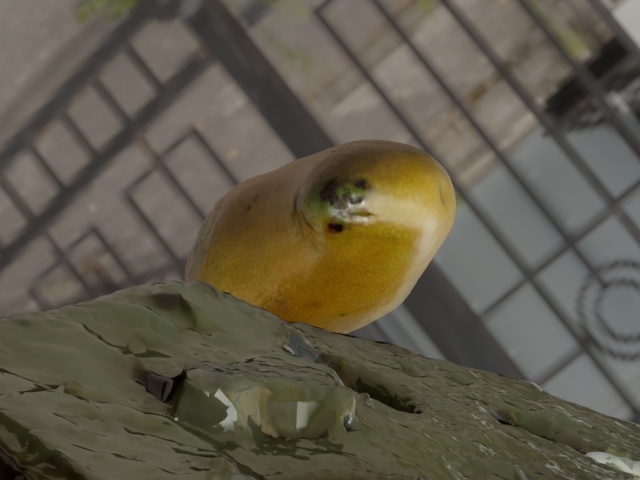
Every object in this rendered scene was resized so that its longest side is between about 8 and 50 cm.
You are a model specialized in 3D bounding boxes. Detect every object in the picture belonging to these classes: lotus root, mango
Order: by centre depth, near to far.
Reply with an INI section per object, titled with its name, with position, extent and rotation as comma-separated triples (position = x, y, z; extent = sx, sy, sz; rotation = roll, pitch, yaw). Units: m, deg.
[lotus root]
position = -0.006, 0.085, 0.414
extent = 0.235, 0.138, 0.119
rotation = 5, 108, -62
[mango]
position = 0.000, 0.000, 0.811
extent = 0.098, 0.075, 0.190
rotation = -13, 168, -27
